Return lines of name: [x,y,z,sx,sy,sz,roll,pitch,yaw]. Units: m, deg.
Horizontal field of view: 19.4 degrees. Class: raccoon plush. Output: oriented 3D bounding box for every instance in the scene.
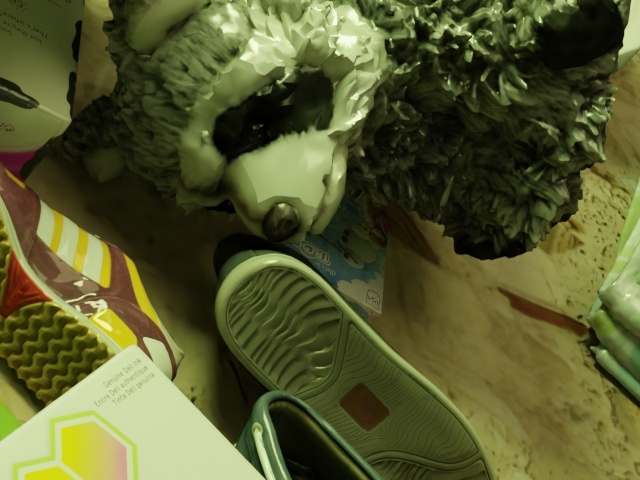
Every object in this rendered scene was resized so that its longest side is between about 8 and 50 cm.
raccoon plush: [-0.001,-0.146,1.170,0.299,0.216,0.446,9,29,-11]

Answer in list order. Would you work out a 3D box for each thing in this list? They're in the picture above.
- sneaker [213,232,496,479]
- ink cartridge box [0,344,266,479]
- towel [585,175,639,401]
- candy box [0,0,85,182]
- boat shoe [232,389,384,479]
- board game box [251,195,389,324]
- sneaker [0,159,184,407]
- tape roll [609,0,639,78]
sneaker: [0.022,0.084,1.049,0.222,0.083,0.118,54,2,-15]
ink cartridge box: [-0.153,0.107,0.830,0.255,0.097,0.189,47,35,3]
towel: [0.375,0.085,1.398,0.374,0.090,0.320,40,35,-6]
candy box: [-0.217,-0.152,1.060,0.159,0.071,0.233,26,37,-24]
boat shoe: [0.034,0.171,0.903,0.095,0.079,0.254,0,33,-36]
board game box: [0.000,0.000,1.166,0.090,0.020,0.090,30,38,-19]
sneaker: [-0.147,0.013,0.971,0.185,0.069,0.084,53,26,3]
tape roll: [0.124,-0.223,1.460,0.286,0.100,0.286,26,38,-23]
